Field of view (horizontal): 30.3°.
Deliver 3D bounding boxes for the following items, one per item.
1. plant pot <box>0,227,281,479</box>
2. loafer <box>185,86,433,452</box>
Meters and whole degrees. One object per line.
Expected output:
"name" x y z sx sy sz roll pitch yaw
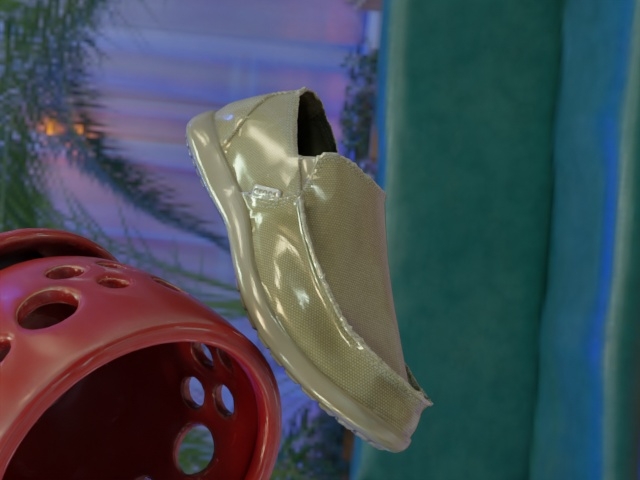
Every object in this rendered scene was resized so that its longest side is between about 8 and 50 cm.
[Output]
"plant pot" -0.143 0.094 0.679 0.174 0.191 0.191 35 125 45
"loafer" 0.000 0.000 0.695 0.102 0.092 0.268 39 -162 -53
